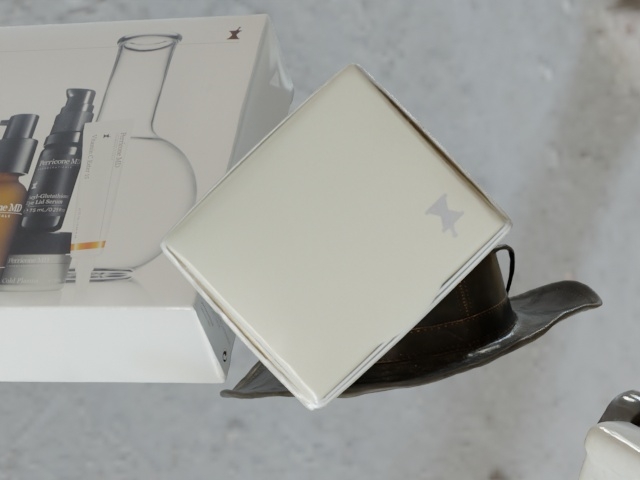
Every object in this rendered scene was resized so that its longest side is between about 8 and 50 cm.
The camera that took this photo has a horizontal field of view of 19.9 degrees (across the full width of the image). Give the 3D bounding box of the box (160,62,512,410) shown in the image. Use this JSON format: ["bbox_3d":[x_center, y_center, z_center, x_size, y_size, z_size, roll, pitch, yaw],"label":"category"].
[{"bbox_3d":[0.000,0.000,0.826,0.094,0.113,0.275,47,-4,-1],"label":"box"}]

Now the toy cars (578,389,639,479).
[{"bbox_3d":[0.170,0.144,0.638,0.394,0.176,0.087,-75,-176,-76],"label":"toy cars"}]

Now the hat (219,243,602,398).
[{"bbox_3d":[0.052,0.032,1.465,0.331,0.331,0.134,-25,101,-56],"label":"hat"}]

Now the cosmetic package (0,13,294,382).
[{"bbox_3d":[-0.231,-0.034,1.372,0.097,0.377,0.284,72,23,-46],"label":"cosmetic package"}]
